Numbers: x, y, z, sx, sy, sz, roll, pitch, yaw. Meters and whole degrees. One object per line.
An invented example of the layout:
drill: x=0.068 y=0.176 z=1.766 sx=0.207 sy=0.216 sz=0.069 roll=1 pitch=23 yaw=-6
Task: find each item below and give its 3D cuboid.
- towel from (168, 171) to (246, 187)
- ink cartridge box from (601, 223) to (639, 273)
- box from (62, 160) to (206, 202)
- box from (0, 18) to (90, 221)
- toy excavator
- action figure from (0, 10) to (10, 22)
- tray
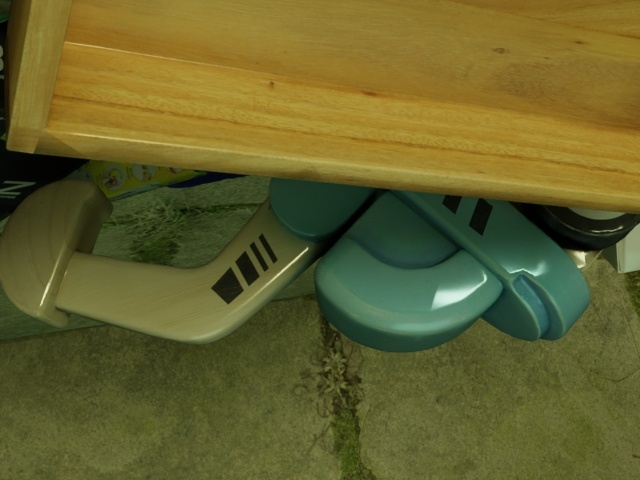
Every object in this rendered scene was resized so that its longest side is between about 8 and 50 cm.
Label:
towel: x=-0.025 y=-0.145 z=0.991 sx=0.228 sy=0.076 sz=0.308 roll=-10 pitch=170 yaw=-41
ink cartridge box: x=0.397 y=-0.097 z=1.055 sx=0.223 sy=0.129 sz=0.307 roll=-9 pitch=-155 yaw=-1
box: x=-0.195 y=-0.102 z=0.936 sx=0.179 sy=0.105 sz=0.043 roll=-14 pitch=175 yaw=15
box: x=-0.411 y=-0.103 z=0.768 sx=0.395 sy=0.097 sz=0.318 roll=3 pitch=163 yaw=-44
toy excavator: x=0.000 y=0.000 z=0.809 sx=0.445 sy=0.433 sz=0.222 roll=-47 pitch=170 yaw=-11
action figure: x=-0.136 y=-0.193 z=0.671 sx=0.137 sy=0.063 sz=0.232 roll=-13 pitch=174 yaw=-45
tray: x=0.092 y=-0.112 z=0.388 sx=0.411 sy=0.076 sz=0.203 roll=3 pitch=138 yaw=-25
